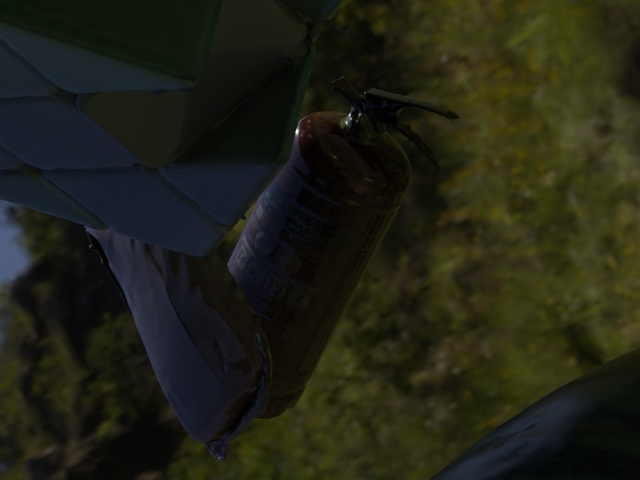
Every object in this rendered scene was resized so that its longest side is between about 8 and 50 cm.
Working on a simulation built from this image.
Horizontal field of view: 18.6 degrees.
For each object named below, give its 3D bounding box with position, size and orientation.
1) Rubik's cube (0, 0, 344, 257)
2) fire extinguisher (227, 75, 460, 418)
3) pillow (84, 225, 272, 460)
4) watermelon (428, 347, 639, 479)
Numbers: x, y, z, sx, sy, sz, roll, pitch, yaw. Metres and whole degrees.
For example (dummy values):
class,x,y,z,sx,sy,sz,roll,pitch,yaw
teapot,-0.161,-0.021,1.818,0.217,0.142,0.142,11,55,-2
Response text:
class,x,y,z,sx,sy,sz,roll,pitch,yaw
Rubik's cube,-0.098,-0.134,0.795,0.265,0.224,0.213,17,-111,-13
fire extinguisher,0.000,0.000,1.687,0.135,0.337,0.114,35,-150,17
pillow,-0.083,0.004,0.975,0.034,0.135,0.211,-22,-106,-22
watermelon,0.097,0.141,0.527,0.262,0.213,0.201,-30,-94,-29
